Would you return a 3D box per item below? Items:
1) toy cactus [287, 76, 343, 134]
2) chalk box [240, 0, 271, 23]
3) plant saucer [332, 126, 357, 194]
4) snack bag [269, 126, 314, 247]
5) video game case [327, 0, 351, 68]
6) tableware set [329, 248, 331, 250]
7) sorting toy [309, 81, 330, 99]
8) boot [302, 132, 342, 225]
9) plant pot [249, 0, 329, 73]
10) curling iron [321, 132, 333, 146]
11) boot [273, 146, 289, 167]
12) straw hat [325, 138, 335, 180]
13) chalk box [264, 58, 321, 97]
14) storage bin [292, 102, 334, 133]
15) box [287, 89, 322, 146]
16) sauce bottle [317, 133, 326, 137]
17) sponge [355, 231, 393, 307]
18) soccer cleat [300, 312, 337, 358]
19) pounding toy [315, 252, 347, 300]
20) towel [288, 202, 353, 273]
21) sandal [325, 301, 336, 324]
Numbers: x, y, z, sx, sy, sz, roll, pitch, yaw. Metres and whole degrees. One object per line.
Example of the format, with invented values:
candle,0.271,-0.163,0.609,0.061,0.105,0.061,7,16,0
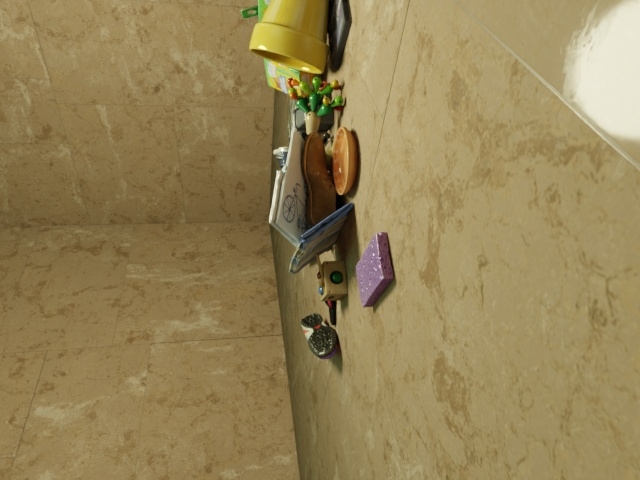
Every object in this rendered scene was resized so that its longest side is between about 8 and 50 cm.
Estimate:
toy cactus,-0.019,-0.433,1.551,0.112,0.219,0.180,-36,-42,-56
chalk box,-0.136,-0.826,1.718,0.180,0.289,0.179,-108,18,-80
plant saucer,0.074,-0.235,1.429,0.200,0.037,0.200,179,90,-79
snack bag,-0.065,-0.155,1.574,0.323,0.037,0.342,44,-128,-63
video game case,0.050,-0.714,1.513,0.196,0.026,0.274,113,153,-66
tableware set,-0.001,-0.031,1.742,0.024,0.104,0.154,-25,84,38
sorting toy,0.006,-0.512,1.692,0.102,0.061,0.042,-59,-38,-25
boot,0.015,-0.195,1.553,0.115,0.112,0.305,5,107,37
plant pot,-0.077,-0.691,1.545,0.254,0.254,0.239,-127,53,-72
curling iron,0.006,-0.330,1.768,0.068,0.035,0.274,-50,0,-7
boot,-0.171,-0.362,2.148,0.190,0.069,0.086,-161,71,-79
straw hat,0.021,-0.273,1.640,0.144,0.061,0.144,178,90,-79
chalk box,-0.121,-0.643,1.794,0.132,0.213,0.132,-52,-23,-24
storage bin,-0.018,-0.431,1.666,0.091,0.135,0.098,173,95,-68
box,-0.073,-0.488,2.015,0.395,0.097,0.318,105,158,-59
sauce bottle,-0.006,-0.372,1.816,0.128,0.042,0.042,148,120,-75
sponge,0.131,0.077,1.191,0.210,0.031,0.117,110,156,-62
soccer cleat,0.006,0.371,1.774,0.318,0.109,0.116,-141,28,-72
pounding toy,0.026,0.120,1.566,0.141,0.100,0.130,118,148,-69
towel,0.000,0.000,1.503,0.034,0.209,0.285,49,158,11
sandal,0.031,0.215,1.714,0.067,0.040,0.179,-155,64,-78
